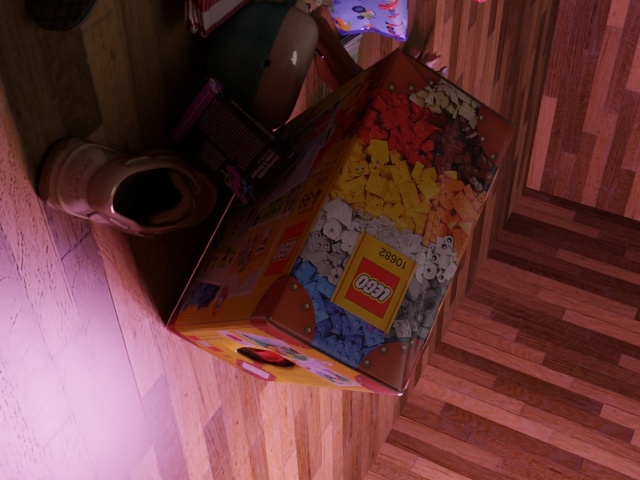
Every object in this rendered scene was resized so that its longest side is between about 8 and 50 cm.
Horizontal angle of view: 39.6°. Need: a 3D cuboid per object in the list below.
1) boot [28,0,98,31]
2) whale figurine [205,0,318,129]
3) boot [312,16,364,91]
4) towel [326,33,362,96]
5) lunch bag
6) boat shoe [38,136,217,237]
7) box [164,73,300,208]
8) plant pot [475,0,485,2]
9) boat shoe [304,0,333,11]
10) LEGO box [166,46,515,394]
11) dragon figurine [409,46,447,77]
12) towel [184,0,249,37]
[{"bbox_3d":[-0.214,-0.327,0.953,0.161,0.084,0.246,0,109,-74],"label":"boot"},{"bbox_3d":[-0.089,-0.257,1.295,0.272,0.141,0.216,-93,-157,-80],"label":"whale figurine"},{"bbox_3d":[0.061,-0.209,1.525,0.096,0.280,0.264,-33,145,-9],"label":"boot"},{"bbox_3d":[0.047,-0.314,1.692,0.113,0.023,0.152,-44,148,-48],"label":"towel"},{"bbox_3d":[0.100,-0.528,1.517,0.221,0.138,0.293,48,55,-68],"label":"lunch bag"},{"bbox_3d":[-0.213,-0.053,1.146,0.341,0.110,0.121,-1,109,-68],"label":"boat shoe"},{"bbox_3d":[-0.119,-0.130,1.189,0.116,0.162,0.029,-42,-173,44],"label":"box"},{"bbox_3d":[0.280,-0.596,1.810,0.191,0.174,0.191,-52,152,-42],"label":"plant pot"},{"bbox_3d":[-0.026,-0.388,1.414,0.135,0.050,0.045,1,111,-58],"label":"boat shoe"},{"bbox_3d":[0.000,0.000,1.245,0.372,0.193,0.500,-64,-163,-16],"label":"LEGO box"},{"bbox_3d":[0.210,-0.333,1.998,0.289,0.085,0.144,-61,157,-27],"label":"dragon figurine"},{"bbox_3d":[-0.101,-0.444,1.099,0.237,0.037,0.329,-56,160,-49],"label":"towel"}]
